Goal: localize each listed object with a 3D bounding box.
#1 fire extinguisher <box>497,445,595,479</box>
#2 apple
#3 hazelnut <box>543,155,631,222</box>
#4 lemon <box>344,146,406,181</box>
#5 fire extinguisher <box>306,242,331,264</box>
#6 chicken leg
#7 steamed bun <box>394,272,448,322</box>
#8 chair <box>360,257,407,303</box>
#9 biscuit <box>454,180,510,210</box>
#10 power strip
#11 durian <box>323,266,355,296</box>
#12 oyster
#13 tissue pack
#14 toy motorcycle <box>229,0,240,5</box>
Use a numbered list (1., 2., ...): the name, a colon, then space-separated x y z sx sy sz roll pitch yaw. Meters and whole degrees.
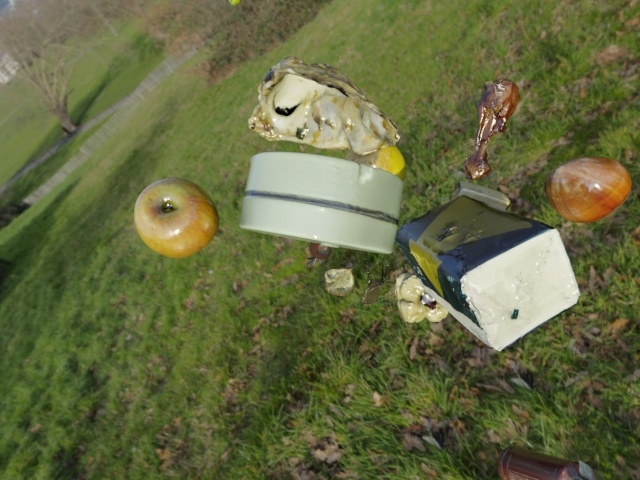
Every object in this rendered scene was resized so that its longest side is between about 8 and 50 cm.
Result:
1. fire extinguisher: 0.513 0.522 1.009 0.104 0.105 0.269 -60 5 -21
2. apple: -0.308 -0.047 0.997 0.183 0.155 0.182 -1 68 2
3. hazelnut: 0.725 -0.143 1.266 0.215 0.214 0.176 -2 56 37
4. lemon: 0.223 -0.309 1.899 0.233 0.288 0.233 -50 12 15
5. fire extinguisher: 0.000 0.000 2.223 0.136 0.337 0.114 -20 58 -19
6. chicken leg: 0.498 -0.328 1.377 0.113 0.093 0.304 20 106 18
7. steamed bun: 0.330 0.195 1.483 0.178 0.192 0.106 3 25 3
8. chair: 0.263 0.189 2.017 0.149 0.174 0.212 13 93 46
9. biscuit: 0.549 -0.149 1.560 0.056 0.188 0.052 -84 12 -49
10. power strip: -0.002 -0.071 0.998 0.358 0.358 0.161 8 89 42
11. durian: 0.063 0.139 1.590 0.140 0.110 0.071 -40 -1 -34
12. oyster: 0.005 -0.204 0.740 0.295 0.166 0.094 26 52 24
13. tissue pack: 0.409 0.062 1.199 0.264 0.253 0.416 -30 21 -1
14. toy motorcycle: -0.182 -0.804 1.260 0.191 0.199 0.326 -21 9 -11
